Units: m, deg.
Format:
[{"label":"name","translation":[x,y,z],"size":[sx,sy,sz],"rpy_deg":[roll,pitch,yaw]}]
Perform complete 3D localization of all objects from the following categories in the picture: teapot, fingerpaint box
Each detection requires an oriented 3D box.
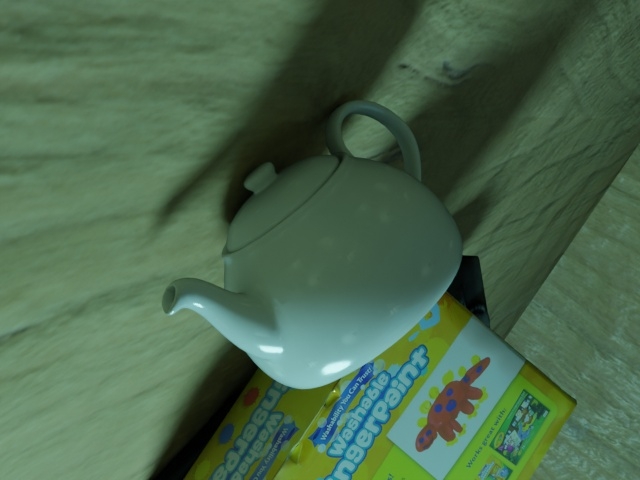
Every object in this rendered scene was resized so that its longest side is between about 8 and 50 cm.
[{"label":"teapot","translation":[0.000,0.000,1.066],"size":[0.252,0.187,0.256],"rpy_deg":[-37,-168,10]},{"label":"fingerpaint box","translation":[0.065,0.285,1.432],"size":[0.371,0.163,0.445],"rpy_deg":[38,82,-34]}]

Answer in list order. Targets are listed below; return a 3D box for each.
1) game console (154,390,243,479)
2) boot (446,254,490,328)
[{"label":"game console","translation":[-0.200,0.401,1.511],"size":[0.386,0.060,0.342],"rpy_deg":[-47,162,-20]},{"label":"boot","translation":[0.113,0.245,1.744],"size":[0.445,0.146,0.367],"rpy_deg":[-31,132,-55]}]
